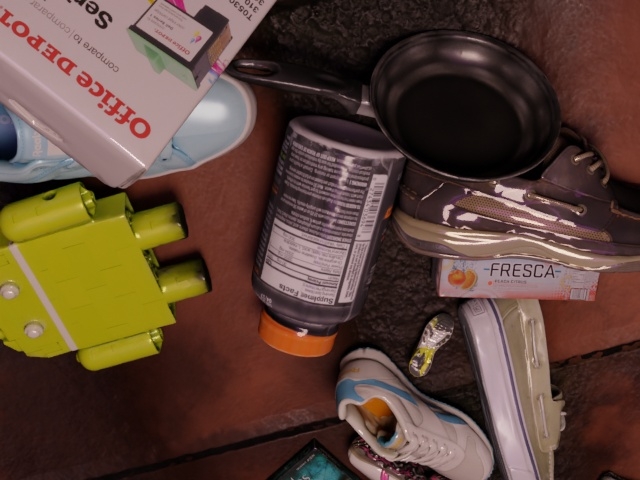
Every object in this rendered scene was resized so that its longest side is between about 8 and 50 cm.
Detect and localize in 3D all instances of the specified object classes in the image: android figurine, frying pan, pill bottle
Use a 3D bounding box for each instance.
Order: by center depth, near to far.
[{"bbox_3d":[0.085,-0.120,0.964,0.326,0.197,0.053,-13,150,-15],"label":"frying pan"},{"bbox_3d":[0.000,0.000,1.036,0.130,0.130,0.246,12,110,-8],"label":"pill bottle"},{"bbox_3d":[-0.265,0.046,1.053,0.272,0.056,0.248,-15,130,0],"label":"android figurine"}]

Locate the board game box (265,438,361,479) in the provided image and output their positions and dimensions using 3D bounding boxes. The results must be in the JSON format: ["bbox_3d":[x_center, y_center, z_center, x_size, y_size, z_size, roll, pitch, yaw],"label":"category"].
[{"bbox_3d":[-0.031,0.351,1.223,0.186,0.026,0.126,-43,107,12],"label":"board game box"}]

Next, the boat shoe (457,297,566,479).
[{"bbox_3d":[0.243,0.200,1.140,0.094,0.109,0.302,-16,108,1],"label":"boat shoe"}]

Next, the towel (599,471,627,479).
[{"bbox_3d":[0.449,0.479,1.295,0.324,0.056,0.312,21,105,-9],"label":"towel"}]

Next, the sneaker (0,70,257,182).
[{"bbox_3d":[-0.246,-0.108,0.969,0.365,0.150,0.135,-5,112,-2],"label":"sneaker"}]

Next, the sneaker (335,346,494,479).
[{"bbox_3d":[0.108,0.228,1.138,0.228,0.092,0.087,36,123,-12],"label":"sneaker"}]

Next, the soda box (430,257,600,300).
[{"bbox_3d":[0.220,0.029,1.095,0.183,0.063,0.058,2,110,-5],"label":"soda box"}]

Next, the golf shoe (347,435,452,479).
[{"bbox_3d":[0.103,0.311,1.194,0.186,0.067,0.086,34,107,-15],"label":"golf shoe"}]

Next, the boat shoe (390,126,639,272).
[{"bbox_3d":[0.256,-0.048,1.032,0.355,0.132,0.130,1,111,-5],"label":"boat shoe"}]

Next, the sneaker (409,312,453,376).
[{"bbox_3d":[0.127,0.121,1.144,0.031,0.035,0.083,34,84,-3],"label":"sneaker"}]

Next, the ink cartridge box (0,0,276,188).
[{"bbox_3d":[-0.171,-0.218,0.883,0.201,0.117,0.278,39,72,-16],"label":"ink cartridge box"}]
